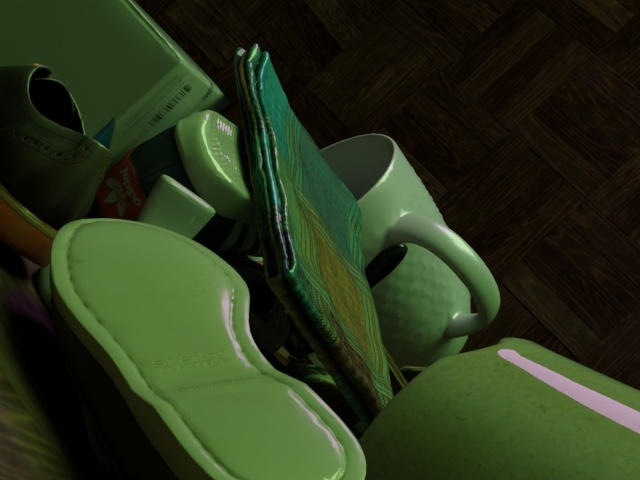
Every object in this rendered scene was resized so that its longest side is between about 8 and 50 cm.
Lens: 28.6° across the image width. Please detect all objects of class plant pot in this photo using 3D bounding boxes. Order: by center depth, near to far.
[{"bbox_3d":[0.171,0.219,0.726,0.305,0.334,0.334,33,-7,42],"label":"plant pot"}]

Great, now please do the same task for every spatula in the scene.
[{"bbox_3d":[0.038,0.078,1.472,0.030,0.084,0.296,69,-28,25],"label":"spatula"}]

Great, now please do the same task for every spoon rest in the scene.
[{"bbox_3d":[-0.133,0.034,0.927,0.137,0.084,0.276,35,17,-10],"label":"spoon rest"}]

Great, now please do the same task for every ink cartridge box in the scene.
[{"bbox_3d":[-0.220,-0.151,1.205,0.168,0.171,0.232,47,2,7],"label":"ink cartridge box"}]

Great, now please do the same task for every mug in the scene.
[{"bbox_3d":[0.105,0.049,1.859,0.374,0.276,0.328,-1,-50,52],"label":"mug"}]

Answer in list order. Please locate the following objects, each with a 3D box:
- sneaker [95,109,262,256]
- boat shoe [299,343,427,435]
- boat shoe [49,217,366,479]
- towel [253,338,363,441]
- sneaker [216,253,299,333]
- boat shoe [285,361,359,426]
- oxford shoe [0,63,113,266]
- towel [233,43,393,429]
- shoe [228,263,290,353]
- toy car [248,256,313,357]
[{"bbox_3d":[-0.114,-0.032,1.261,0.131,0.148,0.350,69,11,18],"label":"sneaker"},{"bbox_3d":[0.110,0.215,1.536,0.324,0.120,0.122,45,3,-38],"label":"boat shoe"},{"bbox_3d":[-0.078,0.085,0.686,0.116,0.097,0.324,-2,26,-28],"label":"boat shoe"},{"bbox_3d":[-0.006,0.170,1.043,0.312,0.056,0.324,46,3,-17],"label":"towel"},{"bbox_3d":[-0.075,0.062,1.397,0.215,0.084,0.083,30,14,-44],"label":"sneaker"},{"bbox_3d":[0.009,0.165,1.375,0.049,0.056,0.152,54,6,32],"label":"boat shoe"},{"bbox_3d":[-0.221,-0.084,0.896,0.097,0.098,0.271,41,2,-46],"label":"oxford shoe"},{"bbox_3d":[0.000,0.000,1.240,0.271,0.040,0.370,57,13,-38],"label":"towel"},{"bbox_3d":[-0.073,0.068,1.255,0.219,0.058,0.076,33,40,-63],"label":"shoe"},{"bbox_3d":[-0.019,0.060,1.656,0.159,0.136,0.182,45,3,-43],"label":"toy car"}]
